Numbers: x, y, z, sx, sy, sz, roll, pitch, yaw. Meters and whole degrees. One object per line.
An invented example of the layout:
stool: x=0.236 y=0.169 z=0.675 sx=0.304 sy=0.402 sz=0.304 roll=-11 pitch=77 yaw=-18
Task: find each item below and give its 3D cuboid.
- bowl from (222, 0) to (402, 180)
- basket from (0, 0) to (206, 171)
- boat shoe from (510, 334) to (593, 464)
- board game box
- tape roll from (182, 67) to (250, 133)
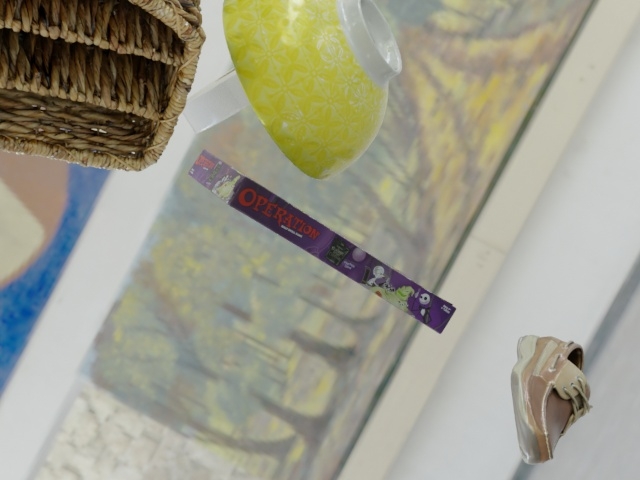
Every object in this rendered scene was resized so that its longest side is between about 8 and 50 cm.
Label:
bowl: x=0.013 y=-0.241 z=1.595 sx=0.156 sy=0.289 sz=0.289 roll=-25 pitch=12 yaw=21
basket: x=-0.286 y=-0.227 z=1.357 sx=0.213 sy=0.299 sz=0.223 roll=-32 pitch=53 yaw=55
boat shoe: x=0.365 y=0.236 z=1.889 sx=0.324 sy=0.116 sz=0.123 roll=-65 pitch=-33 yaw=-62
board game box: x=0.000 y=0.000 z=1.589 sx=0.056 sy=0.347 sz=0.208 roll=-60 pitch=24 yaw=-3
tape roll: x=-0.109 y=-0.347 z=2.441 sx=0.392 sy=0.072 sz=0.392 roll=-31 pitch=11 yaw=7
